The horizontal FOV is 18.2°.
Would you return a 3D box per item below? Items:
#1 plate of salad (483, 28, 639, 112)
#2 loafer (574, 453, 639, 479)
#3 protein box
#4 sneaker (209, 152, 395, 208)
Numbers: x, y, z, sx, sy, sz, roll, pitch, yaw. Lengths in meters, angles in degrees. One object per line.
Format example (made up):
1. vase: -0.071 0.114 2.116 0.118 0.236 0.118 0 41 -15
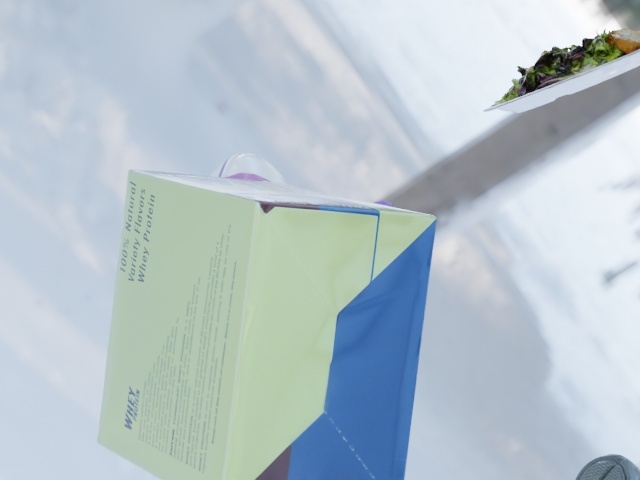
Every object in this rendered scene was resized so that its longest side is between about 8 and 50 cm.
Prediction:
1. plate of salad: 0.247 -0.171 1.936 0.200 0.200 0.048 -42 110 -78
2. loafer: 0.248 0.323 1.751 0.084 0.096 0.267 36 62 -36
3. protein box: -0.041 0.064 1.345 0.136 0.200 0.201 5 5 -30
4. sneaker: 0.001 0.001 1.613 0.102 0.161 0.282 27 30 -37
